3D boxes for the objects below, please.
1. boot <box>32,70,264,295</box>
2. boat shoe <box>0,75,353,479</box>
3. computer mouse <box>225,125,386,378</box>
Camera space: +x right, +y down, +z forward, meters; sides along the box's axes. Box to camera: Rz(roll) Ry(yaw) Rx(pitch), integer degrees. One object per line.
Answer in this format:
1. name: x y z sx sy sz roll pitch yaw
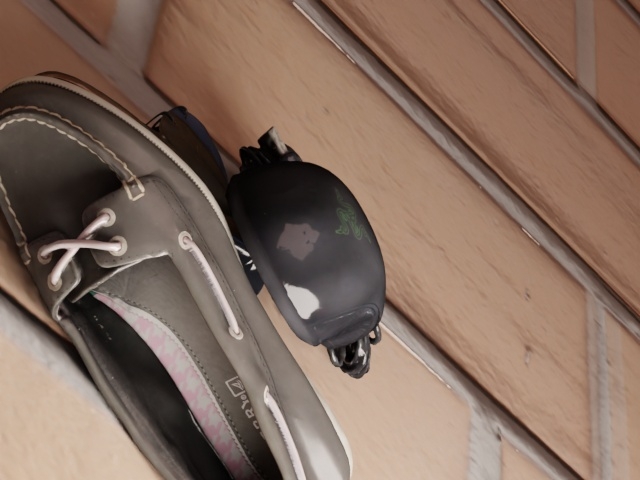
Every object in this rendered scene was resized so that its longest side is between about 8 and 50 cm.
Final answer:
1. boot: -0.122 -0.051 1.292 0.219 0.082 0.106 47 17 -34
2. boat shoe: -0.093 0.051 1.184 0.335 0.112 0.095 54 24 -13
3. computer mouse: 0.000 0.000 1.311 0.188 0.072 0.272 64 3 4
